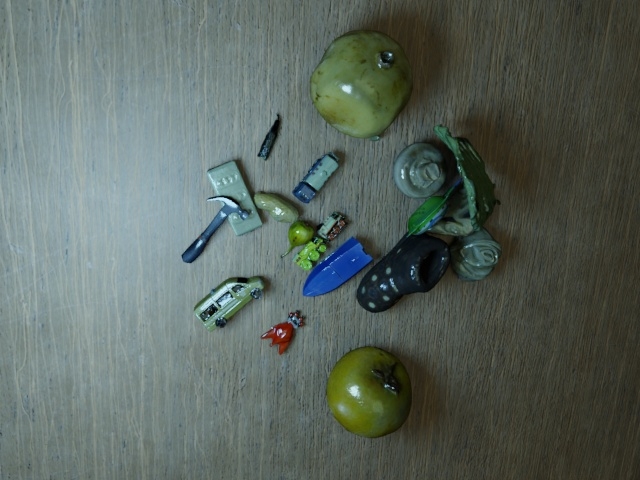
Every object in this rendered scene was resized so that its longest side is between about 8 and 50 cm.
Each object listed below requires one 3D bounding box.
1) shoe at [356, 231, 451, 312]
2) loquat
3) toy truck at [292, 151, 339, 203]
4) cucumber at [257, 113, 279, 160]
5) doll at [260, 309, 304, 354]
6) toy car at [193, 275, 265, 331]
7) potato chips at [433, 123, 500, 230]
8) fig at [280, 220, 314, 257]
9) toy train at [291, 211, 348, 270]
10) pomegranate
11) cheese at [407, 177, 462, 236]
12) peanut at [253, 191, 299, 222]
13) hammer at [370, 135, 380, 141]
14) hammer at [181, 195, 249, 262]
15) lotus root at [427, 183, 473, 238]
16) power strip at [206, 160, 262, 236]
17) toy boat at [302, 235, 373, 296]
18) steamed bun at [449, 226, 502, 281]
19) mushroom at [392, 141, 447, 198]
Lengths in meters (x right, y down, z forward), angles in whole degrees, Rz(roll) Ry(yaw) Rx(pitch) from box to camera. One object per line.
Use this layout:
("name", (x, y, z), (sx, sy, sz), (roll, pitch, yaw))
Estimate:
("shoe", (0.313, 0.135, 1.606), (0.384, 0.237, 0.171), (-47, 108, -2))
("loquat", (0.172, 0.582, 1.642), (0.328, 0.329, 0.359), (18, 140, -17))
("toy truck", (-0.010, -0.221, 1.529), (0.074, 0.088, 0.202), (40, 90, -20))
("cucumber", (-0.169, -0.355, 1.489), (0.039, 0.043, 0.163), (19, 100, -55))
("doll", (-0.131, 0.340, 1.628), (0.169, 0.057, 0.109), (-44, 106, -1))
("toy car", (-0.321, 0.202, 1.529), (0.256, 0.101, 0.124), (-40, 105, -2))
("potato chips", (0.524, -0.229, 1.534), (0.373, 0.097, 0.390), (6, 66, -53))
("fig", (-0.099, -0.012, 1.569), (0.166, 0.093, 0.093), (-31, 112, 33))
("toy train", (0.000, 0.000, 1.596), (0.085, 0.053, 0.250), (40, 89, -13))
("pomegranate", (0.135, -0.501, 1.395), (0.332, 0.332, 0.333), (-3, 102, -14))
("cheese", (0.420, -0.121, 1.581), (0.083, 0.204, 0.320), (46, 63, 4))
("peanut", (-0.156, -0.114, 1.520), (0.174, 0.080, 0.080), (28, 93, -14))
("hammer", (0.251, -0.443, 1.571), (0.028, 0.060, 0.195), (37, 86, -18))
("hammer", (-0.382, -0.032, 1.459), (0.137, 0.037, 0.290), (41, 106, -11))
("lotus root", (0.536, -0.096, 1.680), (0.170, 0.074, 0.261), (38, 88, 3))
("power strip", (-0.291, -0.139, 1.483), (0.105, 0.070, 0.257), (-25, 108, -7))
("toy boat", (0.047, 0.115, 1.621), (0.295, 0.088, 0.129), (-39, 109, 7))
("steamed bun", (0.633, 0.063, 1.723), (0.218, 0.144, 0.211), (-46, 109, -1))
("mushroom", (0.372, -0.250, 1.556), (0.207, 0.215, 0.208), (-2, 100, -8))
